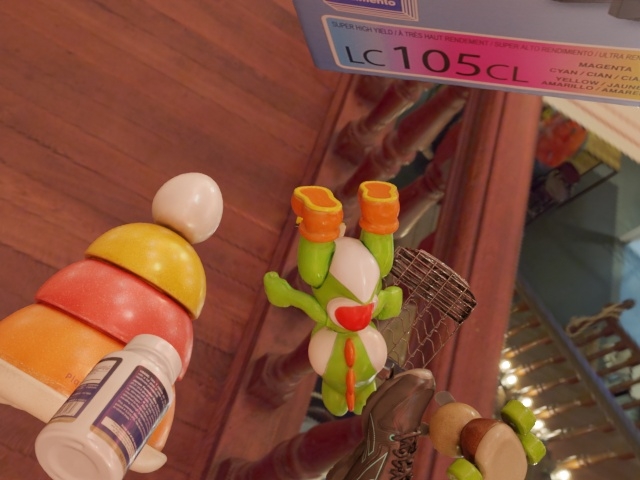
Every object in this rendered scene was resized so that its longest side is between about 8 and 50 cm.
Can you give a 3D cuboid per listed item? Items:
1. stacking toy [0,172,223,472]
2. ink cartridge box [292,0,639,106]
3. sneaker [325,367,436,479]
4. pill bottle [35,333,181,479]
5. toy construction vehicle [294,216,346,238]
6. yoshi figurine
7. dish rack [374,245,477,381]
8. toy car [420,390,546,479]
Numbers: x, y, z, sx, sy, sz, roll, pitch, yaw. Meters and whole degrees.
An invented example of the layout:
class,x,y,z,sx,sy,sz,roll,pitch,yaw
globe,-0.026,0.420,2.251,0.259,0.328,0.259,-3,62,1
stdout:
class,x,y,z,sx,sy,sz,roll,pitch,yaw
stacking toy,-0.295,0.097,1.248,0.351,0.351,0.479,35,71,-10
ink cartridge box,0.102,-0.198,0.252,0.270,0.395,0.151,9,74,13
sneaker,0.099,0.290,1.040,0.101,0.267,0.106,2,33,-36
pill bottle,-0.216,0.178,0.818,0.094,0.094,0.169,40,36,-7
toy construction vehicle,0.000,0.000,1.286,0.035,0.098,0.085,24,76,-56
yoshi figurine,0.034,0.087,1.185,0.203,0.204,0.362,-28,124,-51
dish rack,0.160,0.148,1.490,0.208,0.271,0.074,36,16,-2
toy car,0.225,0.313,1.208,0.155,0.188,0.148,-40,127,-21
